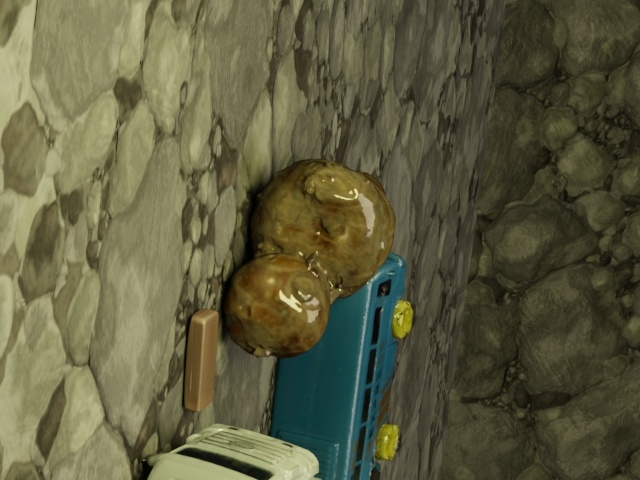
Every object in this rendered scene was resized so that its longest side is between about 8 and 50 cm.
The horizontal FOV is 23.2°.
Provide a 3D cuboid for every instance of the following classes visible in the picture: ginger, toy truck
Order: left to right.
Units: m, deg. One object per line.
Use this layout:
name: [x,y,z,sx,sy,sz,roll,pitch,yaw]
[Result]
toy truck: [-0.127,0.409,1.705,0.207,0.173,0.387,-8,109,-66]
ginger: [0.000,0.000,1.996,0.256,0.176,0.375,-67,172,17]
toy truck: [0.025,0.199,2.215,0.162,0.161,0.385,-8,107,-66]

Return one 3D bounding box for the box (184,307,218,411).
box: [-0.138,0.137,1.794,0.048,0.025,0.115,-32,129,-65]
